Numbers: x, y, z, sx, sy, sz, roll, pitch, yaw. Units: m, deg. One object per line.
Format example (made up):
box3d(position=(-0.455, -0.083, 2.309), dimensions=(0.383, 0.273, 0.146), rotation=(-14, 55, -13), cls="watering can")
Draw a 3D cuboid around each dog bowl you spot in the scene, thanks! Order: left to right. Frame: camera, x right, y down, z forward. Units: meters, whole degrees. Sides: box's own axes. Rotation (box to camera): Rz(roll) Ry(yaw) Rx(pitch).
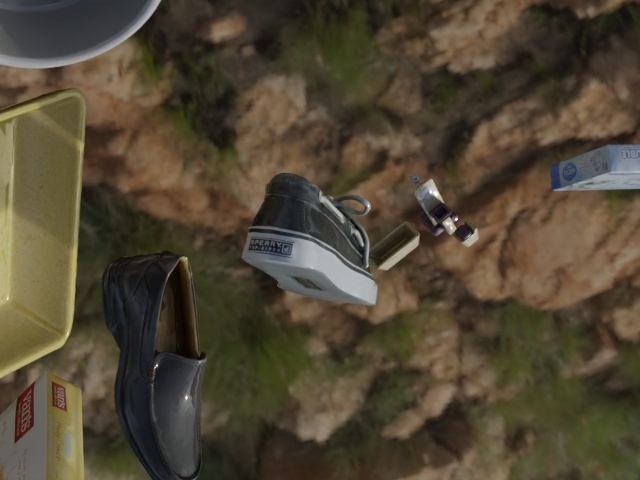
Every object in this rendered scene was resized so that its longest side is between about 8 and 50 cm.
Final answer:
box3d(position=(-0.349, -0.358, 1.714), dimensions=(0.349, 0.102, 0.349), rotation=(-13, 145, -9), cls="dog bowl")

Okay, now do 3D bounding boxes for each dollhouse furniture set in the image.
box3d(position=(0.100, -0.014, 1.519), dimensions=(0.114, 0.091, 0.081), rotation=(-38, 132, -4), cls="dollhouse furniture set")

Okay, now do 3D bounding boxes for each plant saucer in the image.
box3d(position=(-0.396, 0.017, 1.407), dimensions=(0.333, 0.081, 0.333), rotation=(-29, 138, -47), cls="plant saucer")

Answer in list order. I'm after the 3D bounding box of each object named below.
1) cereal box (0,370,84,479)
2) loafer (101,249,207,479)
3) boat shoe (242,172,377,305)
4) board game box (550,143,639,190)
box3d(position=(-0.298, 0.250, 1.202), dimensions=(0.047, 0.173, 0.240), rotation=(32, 114, -31), cls="cereal box")
box3d(position=(-0.108, 0.090, 0.957), dimensions=(0.061, 0.170, 0.062), rotation=(-15, 177, 36), cls="loafer")
box3d(position=(-0.004, -0.001, 1.410), dimensions=(0.113, 0.105, 0.306), rotation=(9, 171, 20), cls="boat shoe")
box3d(position=(0.207, -0.047, 0.873), dimensions=(0.090, 0.020, 0.090), rotation=(-2, 176, -14), cls="board game box")
